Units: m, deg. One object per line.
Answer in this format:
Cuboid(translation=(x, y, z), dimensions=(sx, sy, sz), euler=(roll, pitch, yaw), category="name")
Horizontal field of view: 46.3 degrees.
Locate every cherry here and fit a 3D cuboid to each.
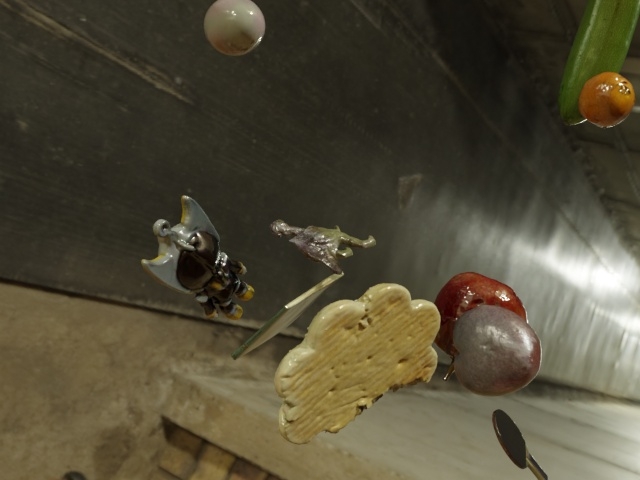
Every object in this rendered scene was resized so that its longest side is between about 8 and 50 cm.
Cuboid(translation=(0.324, 0.200, 1.381), dimensions=(0.140, 0.176, 0.176), euler=(2, 102, -53), category="cherry")

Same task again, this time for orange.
Cuboid(translation=(0.432, -0.213, 1.131), dimensions=(0.083, 0.083, 0.083), euler=(-29, 127, -48), category="orange")

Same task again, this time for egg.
Cuboid(translation=(-0.151, -0.377, 1.316), dimensions=(0.103, 0.135, 0.103), euler=(-7, 106, -27), category="egg")

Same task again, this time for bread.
Cuboid(translation=(0.048, 0.141, 0.929), dimensions=(0.251, 0.039, 0.182), euler=(-20, 119, -29), category="bread")

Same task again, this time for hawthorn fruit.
Cuboid(translation=(0.361, 0.216, 1.782), dimensions=(0.230, 0.210, 0.266), euler=(29, 88, -17), category="hawthorn fruit")

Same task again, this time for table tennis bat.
Cuboid(translation=(0.337, 0.353, 1.267), dimensions=(0.158, 0.014, 0.095), euler=(51, 25, -14), category="table tennis bat")

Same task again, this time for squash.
Cuboid(translation=(0.562, -0.417, 1.472), dimensions=(0.107, 0.107, 0.395), euler=(-4, 112, -56), category="squash")

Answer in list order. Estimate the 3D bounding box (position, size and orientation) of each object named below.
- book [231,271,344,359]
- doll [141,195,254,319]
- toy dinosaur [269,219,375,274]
Cuboid(translation=(-0.079, 0.177, 1.767), dimensions=(0.215, 0.025, 0.283), euler=(-29, 169, -45), category="book")
Cuboid(translation=(-0.224, 0.047, 1.425), dimensions=(0.145, 0.103, 0.316), euler=(-42, 139, -3), category="doll")
Cuboid(translation=(-0.001, 0.007, 1.780), dimensions=(0.162, 0.294, 0.077), euler=(-9, 107, -35), category="toy dinosaur")
